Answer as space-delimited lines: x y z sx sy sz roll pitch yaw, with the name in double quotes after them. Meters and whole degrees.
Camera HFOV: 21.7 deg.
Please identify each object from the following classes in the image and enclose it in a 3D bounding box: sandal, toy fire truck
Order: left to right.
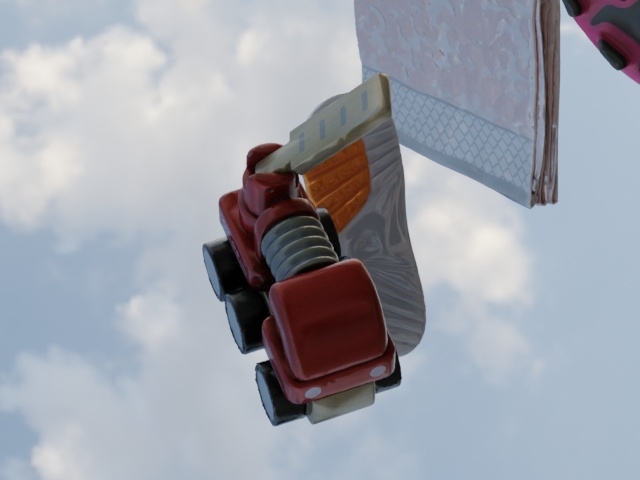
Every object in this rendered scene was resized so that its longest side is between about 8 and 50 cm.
0.000 0.000 1.391 0.158 0.217 0.246 -17 -36 -12 "toy fire truck"
0.036 -0.012 1.640 0.102 0.076 0.265 -10 -95 -11 "sandal"

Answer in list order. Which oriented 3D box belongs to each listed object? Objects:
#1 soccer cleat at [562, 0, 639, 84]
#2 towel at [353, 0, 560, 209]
0.266 -0.131 1.051 0.331 0.116 0.143 48 -141 -3 "soccer cleat"
0.154 -0.225 2.004 0.053 0.332 0.317 -27 -51 -31 "towel"
